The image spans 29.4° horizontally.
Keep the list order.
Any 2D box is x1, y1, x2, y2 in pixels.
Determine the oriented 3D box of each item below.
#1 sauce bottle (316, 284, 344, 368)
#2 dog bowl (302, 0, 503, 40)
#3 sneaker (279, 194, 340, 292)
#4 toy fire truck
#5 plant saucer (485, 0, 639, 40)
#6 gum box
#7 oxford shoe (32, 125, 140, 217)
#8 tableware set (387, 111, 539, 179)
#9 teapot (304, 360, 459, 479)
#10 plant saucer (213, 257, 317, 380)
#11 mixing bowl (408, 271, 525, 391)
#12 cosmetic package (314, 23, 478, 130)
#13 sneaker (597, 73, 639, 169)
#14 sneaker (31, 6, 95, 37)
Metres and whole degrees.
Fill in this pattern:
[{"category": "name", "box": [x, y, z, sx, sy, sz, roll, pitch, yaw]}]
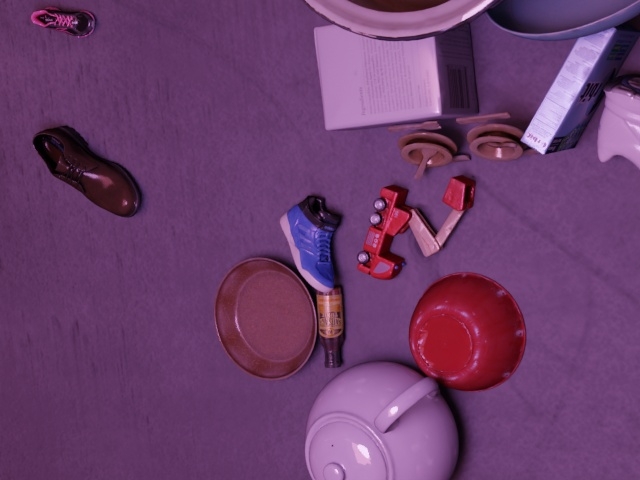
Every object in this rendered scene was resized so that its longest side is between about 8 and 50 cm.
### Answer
[{"category": "sauce bottle", "box": [0.017, 0.135, 1.904, 0.042, 0.042, 0.128, -2, 96, 28]}, {"category": "dog bowl", "box": [0.129, -0.454, 1.542, 0.408, 0.150, 0.407, 3, 97, 28]}, {"category": "sneaker", "box": [-0.001, 0.000, 1.874, 0.084, 0.058, 0.152, -41, 57, 28]}, {"category": "toy fire truck", "box": [0.141, -0.019, 1.816, 0.135, 0.047, 0.192, 23, 107, 22]}, {"category": "plant saucer", "box": [0.358, -0.360, 1.560, 0.318, 0.317, 0.043, -18, 129, 28]}, {"category": "gum box", "box": [0.348, -0.206, 1.622, 0.041, 0.157, 0.184, 35, 110, 18]}, {"category": "oxford shoe", "box": [-0.402, -0.110, 2.062, 0.227, 0.096, 0.082, 35, 109, 18]}, {"category": "tableware set", "box": [0.200, -0.126, 1.725, 0.194, 0.128, 0.039, -4, 66, 30]}, {"category": "teapot", "box": [0.071, 0.306, 1.797, 0.253, 0.187, 0.256, 4, 105, 34]}, {"category": "plant saucer", "box": [-0.082, 0.124, 1.952, 0.199, 0.036, 0.198, 5, 100, 30]}, {"category": "mixing bowl", "box": [0.199, 0.143, 1.779, 0.181, 0.098, 0.181, 4, 98, 26]}, {"category": "cosmetic package", "box": [0.109, -0.242, 1.745, 0.184, 0.151, 0.151, -5, 93, 27]}, {"category": "sneaker", "box": [0.502, -0.116, 1.600, 0.297, 0.111, 0.129, 27, 124, 26]}, {"category": "sneaker", "box": [-0.439, -0.372, 2.068, 0.119, 0.057, 0.047, 10, 99, 25]}]
